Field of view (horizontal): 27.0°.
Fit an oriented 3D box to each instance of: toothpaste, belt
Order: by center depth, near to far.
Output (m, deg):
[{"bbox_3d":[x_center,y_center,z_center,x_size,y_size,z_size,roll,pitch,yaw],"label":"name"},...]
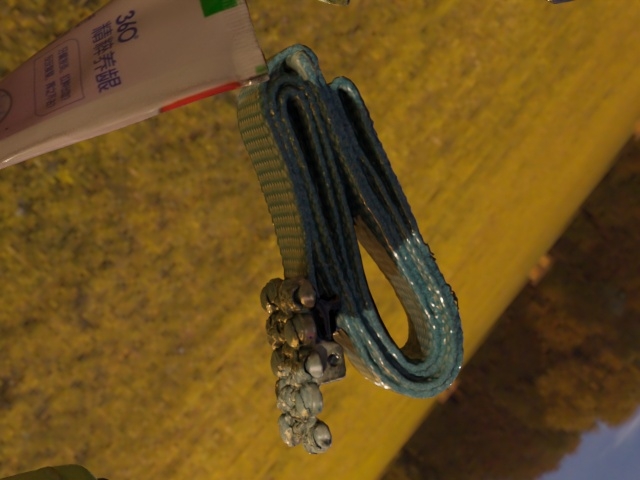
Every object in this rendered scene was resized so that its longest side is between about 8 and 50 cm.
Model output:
[{"bbox_3d":[-0.161,-0.032,0.570,0.301,0.048,0.075,-27,-146,12],"label":"toothpaste"},{"bbox_3d":[-0.001,0.000,0.635,0.100,0.179,0.065,-24,-176,-15],"label":"belt"}]

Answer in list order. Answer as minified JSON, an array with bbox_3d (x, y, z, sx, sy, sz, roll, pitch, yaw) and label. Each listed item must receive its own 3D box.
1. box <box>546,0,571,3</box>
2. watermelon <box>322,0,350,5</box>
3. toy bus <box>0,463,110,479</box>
[{"bbox_3d":[0.157,-0.324,0.844,0.211,0.350,0.058,-35,139,21],"label":"box"},{"bbox_3d":[-0.002,-0.188,0.798,0.085,0.085,0.061,-45,-178,-30],"label":"watermelon"},{"bbox_3d":[-0.110,0.137,0.362,0.088,0.101,0.175,-11,153,-51],"label":"toy bus"}]
